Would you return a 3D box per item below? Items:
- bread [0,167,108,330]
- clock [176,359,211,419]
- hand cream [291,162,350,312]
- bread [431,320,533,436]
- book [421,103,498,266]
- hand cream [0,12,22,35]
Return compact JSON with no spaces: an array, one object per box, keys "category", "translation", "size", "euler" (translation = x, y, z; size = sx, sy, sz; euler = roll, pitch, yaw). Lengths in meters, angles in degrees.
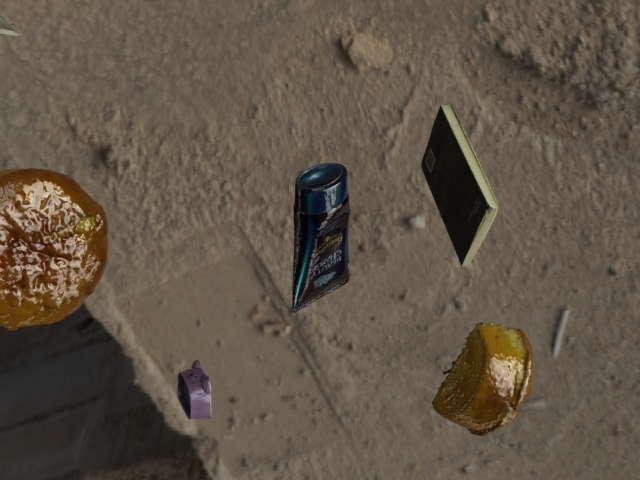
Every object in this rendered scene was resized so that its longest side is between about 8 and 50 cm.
[{"category":"bread","translation":[-0.546,0.006,1.542],"size":[0.312,0.172,0.312],"euler":[-16,117,-34]},{"category":"clock","translation":[-0.309,0.363,2.011],"size":[0.050,0.153,0.110],"euler":[-4,109,-24]},{"category":"hand cream","translation":[0.000,0.000,1.299],"size":[0.120,0.061,0.270],"euler":[-29,143,-26]},{"category":"bread","translation":[0.316,0.279,1.579],"size":[0.143,0.139,0.228],"euler":[20,109,-14]},{"category":"book","translation":[0.226,-0.092,1.380],"size":[0.024,0.228,0.160],"euler":[-6,144,-16]},{"category":"hand cream","translation":[-0.520,-0.327,1.222],"size":[0.057,0.165,0.037],"euler":[47,117,16]}]
